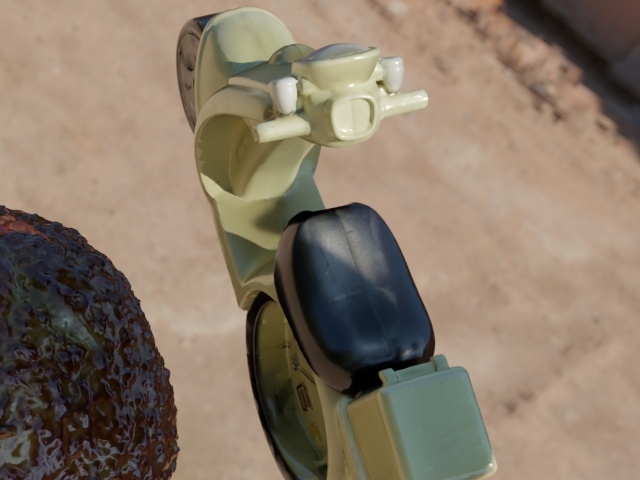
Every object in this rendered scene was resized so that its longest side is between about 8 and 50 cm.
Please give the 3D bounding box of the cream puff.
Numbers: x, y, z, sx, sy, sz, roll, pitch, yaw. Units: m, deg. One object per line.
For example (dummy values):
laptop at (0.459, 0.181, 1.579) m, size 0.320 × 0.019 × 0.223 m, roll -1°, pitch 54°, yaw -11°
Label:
cream puff at (-0.266, 0.119, 1.409) m, size 0.350 × 0.229 × 0.350 m, roll 4°, pitch 65°, yaw -10°

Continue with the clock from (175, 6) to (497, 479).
clock at (0.000, 0.000, 1.284) m, size 0.120 × 0.276 × 0.379 m, roll -16°, pitch 85°, yaw -22°
